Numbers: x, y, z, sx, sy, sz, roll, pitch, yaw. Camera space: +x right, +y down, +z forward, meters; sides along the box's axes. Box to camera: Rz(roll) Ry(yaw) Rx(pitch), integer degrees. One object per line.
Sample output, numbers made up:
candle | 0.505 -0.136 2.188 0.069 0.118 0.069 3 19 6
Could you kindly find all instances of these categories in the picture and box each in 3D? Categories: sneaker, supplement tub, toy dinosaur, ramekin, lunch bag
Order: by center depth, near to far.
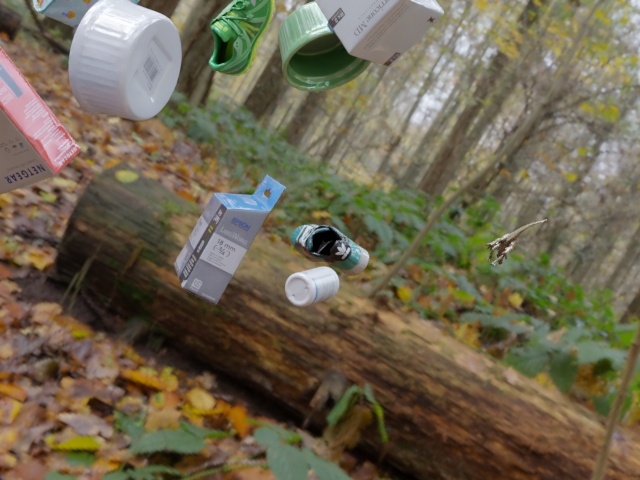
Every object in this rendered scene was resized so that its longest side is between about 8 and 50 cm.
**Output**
supplement tub | -0.016 0.094 1.655 0.071 0.071 0.107 32 21 25
toy dinosaur | 0.414 0.002 1.791 0.053 0.093 0.183 47 -34 11
ramekin | -0.439 -0.411 1.875 0.135 0.277 0.277 19 0 16
lunch bag | -0.550 -0.648 1.986 0.223 0.262 0.160 14 43 -58
sneaker | -0.202 -0.543 2.032 0.124 0.295 0.109 -17 46 -45
sneaker | 0.000 0.000 2.142 0.121 0.108 0.302 38 -10 -36
ramekin | 0.009 -0.625 2.587 0.303 0.303 0.148 25 43 -58

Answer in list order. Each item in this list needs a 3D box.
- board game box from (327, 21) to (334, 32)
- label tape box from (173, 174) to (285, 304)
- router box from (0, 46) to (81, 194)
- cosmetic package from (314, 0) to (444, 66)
board game box | 0.128 -0.627 2.097 0.039 0.212 0.160 61 -22 30
label tape box | -0.238 -0.031 2.048 0.106 0.333 0.240 29 3 -19
router box | -0.649 -0.226 1.488 0.336 0.082 0.301 -12 -57 38
cosmetic package | 0.101 -0.454 1.530 0.151 0.151 0.183 -1 55 -53
